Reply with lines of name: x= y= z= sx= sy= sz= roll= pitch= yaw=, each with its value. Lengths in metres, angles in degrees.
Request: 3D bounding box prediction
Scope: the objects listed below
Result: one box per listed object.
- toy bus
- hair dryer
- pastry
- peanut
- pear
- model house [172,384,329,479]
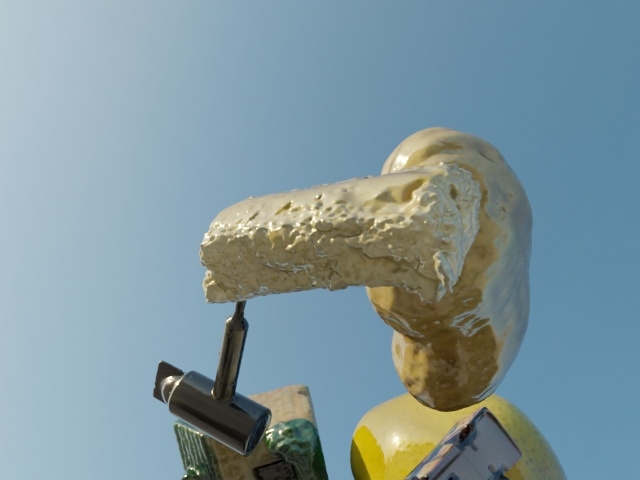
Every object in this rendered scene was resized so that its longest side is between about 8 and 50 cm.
toy bus: x=0.143 y=0.313 z=0.715 sx=0.090 sy=0.274 sz=0.112 roll=54 pitch=-49 yaw=15
hair dryer: x=-0.157 y=0.177 z=0.871 sx=0.195 sy=0.078 sz=0.249 roll=22 pitch=-67 yaw=17
pastry: x=0.005 y=-0.002 z=0.473 sx=0.258 sy=0.121 sz=0.089 roll=-4 pitch=-75 yaw=37
peanut: x=0.149 y=0.056 z=0.682 sx=0.169 sy=0.192 sz=0.387 roll=33 pitch=-35 yaw=48
pear: x=0.250 y=0.449 z=1.102 sx=0.418 sy=0.362 sz=0.363 roll=10 pitch=-63 yaw=45
model house: x=-0.146 y=0.534 z=1.204 sx=0.342 sy=0.334 sz=0.382 roll=-11 pitch=-84 yaw=-3
